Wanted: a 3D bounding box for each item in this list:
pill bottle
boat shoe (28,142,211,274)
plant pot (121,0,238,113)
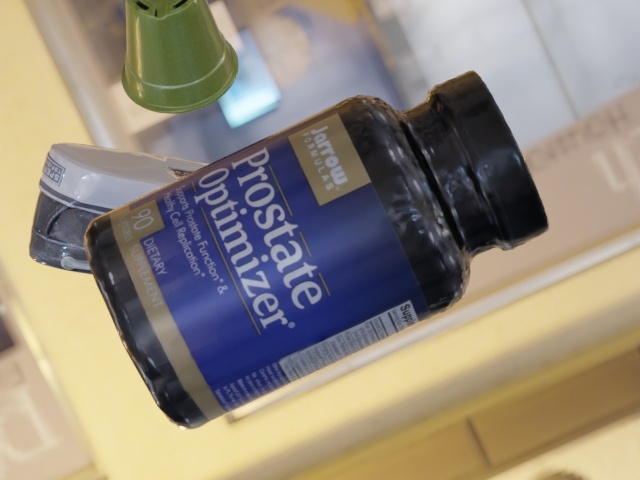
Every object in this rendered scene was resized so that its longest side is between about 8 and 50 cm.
[{"bbox_3d":[0.000,0.000,1.030,0.219,0.123,0.123,-26,-174,1],"label":"pill bottle"},{"bbox_3d":[-0.066,0.007,1.477,0.301,0.102,0.108,10,-163,-19],"label":"boat shoe"},{"bbox_3d":[-0.102,-0.143,1.365,0.083,0.083,0.079,-27,143,-14],"label":"plant pot"}]
